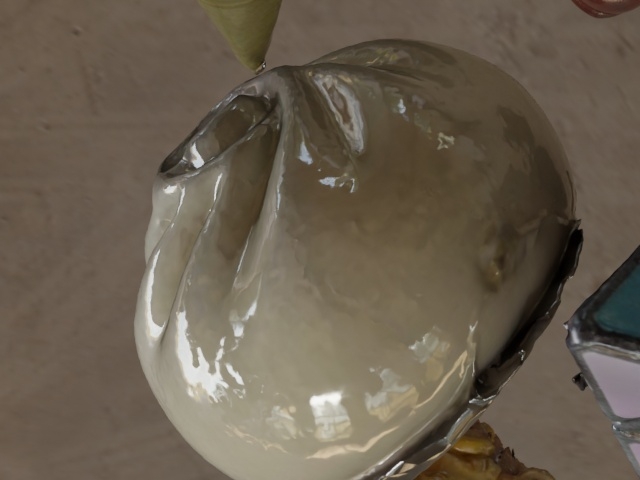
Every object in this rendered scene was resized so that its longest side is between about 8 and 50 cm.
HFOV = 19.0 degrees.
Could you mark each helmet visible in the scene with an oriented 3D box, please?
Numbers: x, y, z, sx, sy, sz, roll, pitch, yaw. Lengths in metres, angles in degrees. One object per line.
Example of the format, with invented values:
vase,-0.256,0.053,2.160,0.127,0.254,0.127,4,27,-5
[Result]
helmet,0.227,-0.213,1.556,0.111,0.089,0.057,45,105,-3

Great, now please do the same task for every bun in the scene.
bun,0.000,0.000,0.673,0.120,0.173,0.173,40,96,-15

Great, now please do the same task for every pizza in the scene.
pizza,0.050,0.176,1.745,0.409,0.277,0.114,11,73,56

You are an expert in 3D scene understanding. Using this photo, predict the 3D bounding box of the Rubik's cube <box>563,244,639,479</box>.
Rubik's cube,0.196,0.062,0.591,0.178,0.190,0.211,25,50,26

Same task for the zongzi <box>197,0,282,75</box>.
zongzi,0.046,-0.300,0.956,0.447,0.418,0.181,-18,42,18
